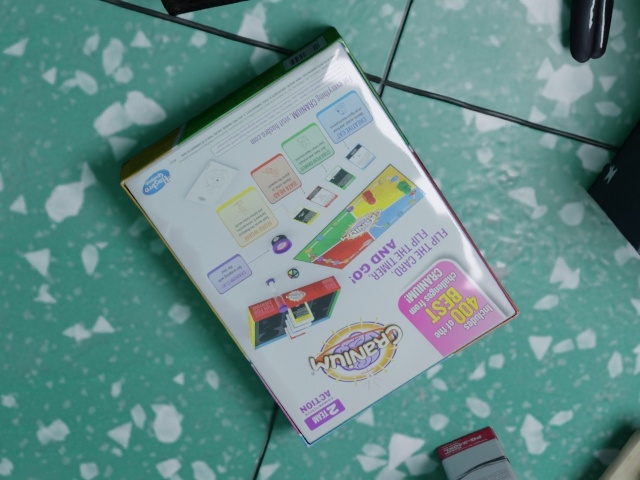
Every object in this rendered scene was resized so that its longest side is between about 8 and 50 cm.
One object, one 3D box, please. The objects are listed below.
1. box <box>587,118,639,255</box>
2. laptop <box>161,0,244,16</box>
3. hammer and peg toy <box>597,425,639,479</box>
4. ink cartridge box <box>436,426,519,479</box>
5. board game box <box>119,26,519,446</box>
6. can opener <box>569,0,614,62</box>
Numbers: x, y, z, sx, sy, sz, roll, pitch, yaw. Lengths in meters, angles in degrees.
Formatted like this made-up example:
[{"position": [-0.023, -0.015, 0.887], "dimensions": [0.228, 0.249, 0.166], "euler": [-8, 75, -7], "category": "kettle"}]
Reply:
[{"position": [0.500, -0.040, 1.805], "dimensions": [0.395, 0.212, 0.293], "euler": [30, 102, -12], "category": "box"}, {"position": [-0.009, -0.447, 1.658], "dimensions": [0.382, 0.236, 0.408], "euler": [-9, 131, 18], "category": "laptop"}, {"position": [0.308, 0.377, 1.951], "dimensions": [0.266, 0.127, 0.361], "euler": [34, 100, -13], "category": "hammer and peg toy"}, {"position": [0.166, 0.260, 1.892], "dimensions": [0.063, 0.150, 0.109], "euler": [-20, 107, 1], "category": "ink cartridge box"}, {"position": [0.000, 0.000, 1.847], "dimensions": [0.242, 0.064, 0.316], "euler": [-32, 106, 4], "category": "board game box"}, {"position": [0.249, -0.254, 1.809], "dimensions": [0.059, 0.073, 0.186], "euler": [-22, 116, -40], "category": "can opener"}]
